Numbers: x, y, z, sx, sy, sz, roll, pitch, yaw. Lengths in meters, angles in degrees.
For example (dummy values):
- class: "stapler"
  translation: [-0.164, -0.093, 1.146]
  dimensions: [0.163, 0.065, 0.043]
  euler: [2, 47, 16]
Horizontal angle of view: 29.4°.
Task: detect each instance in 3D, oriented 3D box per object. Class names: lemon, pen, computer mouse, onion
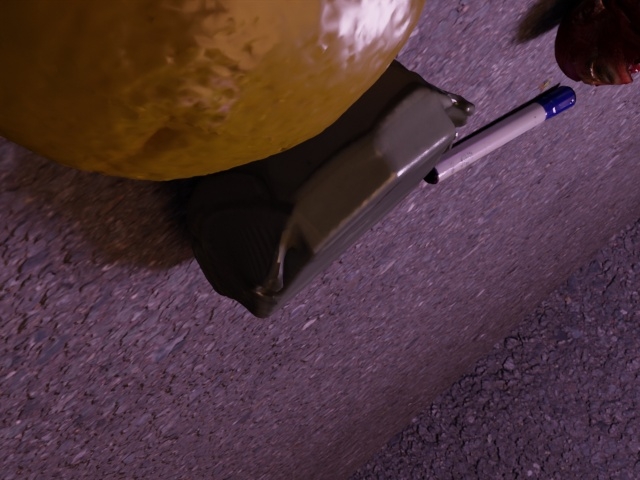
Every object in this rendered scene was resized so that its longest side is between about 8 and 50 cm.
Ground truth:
- class: "lemon"
  translation: [-0.087, -0.144, 0.499]
  dimensions: [0.219, 0.240, 0.240]
  euler: [0, 139, -46]
- class: "pen"
  translation: [0.231, -0.136, 1.566]
  dimensions: [0.269, 0.033, 0.033]
  euler: [-30, 161, -31]
- class: "computer mouse"
  translation: [-0.013, -0.056, 1.055]
  dimensions: [0.228, 0.145, 0.429]
  euler: [-44, 177, -14]
- class: "onion"
  translation: [0.320, -0.252, 1.346]
  dimensions: [0.150, 0.150, 0.140]
  euler: [-38, 125, -6]

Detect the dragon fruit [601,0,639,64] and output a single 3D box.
- class: "dragon fruit"
  translation: [0.376, -0.286, 1.065]
  dimensions: [0.295, 0.295, 0.301]
  euler: [-52, 173, 36]
